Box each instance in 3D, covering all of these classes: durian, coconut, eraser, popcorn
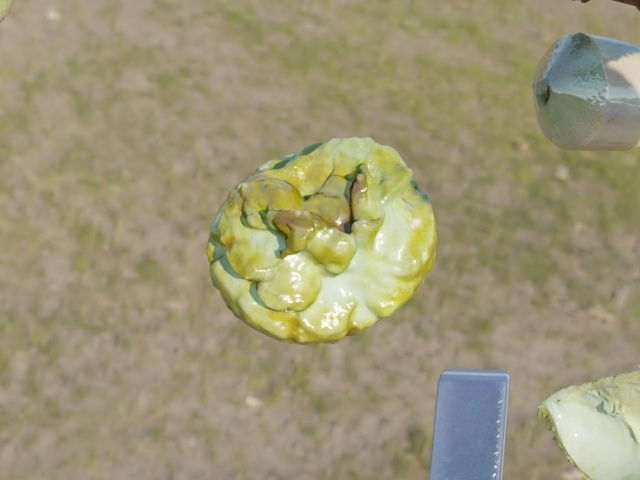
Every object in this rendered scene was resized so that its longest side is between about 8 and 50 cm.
[{"bbox_3d":[0.364,0.201,1.935,0.139,0.252,0.144,45,52,-22],"label":"durian"},{"bbox_3d":[0.264,-0.144,1.723,0.122,0.116,0.116,4,28,-32],"label":"coconut"},{"bbox_3d":[0.165,0.248,1.968,0.082,0.225,0.036,1,-19,15],"label":"eraser"},{"bbox_3d":[0.000,0.000,1.683,0.221,0.184,0.204,-31,42,-22],"label":"popcorn"}]

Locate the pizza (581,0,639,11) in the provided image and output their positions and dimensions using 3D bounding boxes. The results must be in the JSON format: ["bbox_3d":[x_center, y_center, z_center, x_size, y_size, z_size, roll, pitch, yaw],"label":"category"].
[{"bbox_3d":[0.241,-0.232,1.365,0.406,0.130,0.440,18,18,28],"label":"pizza"}]

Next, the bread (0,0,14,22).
[{"bbox_3d":[-0.322,-0.250,1.426,0.033,0.228,0.228,1,15,35],"label":"bread"}]
